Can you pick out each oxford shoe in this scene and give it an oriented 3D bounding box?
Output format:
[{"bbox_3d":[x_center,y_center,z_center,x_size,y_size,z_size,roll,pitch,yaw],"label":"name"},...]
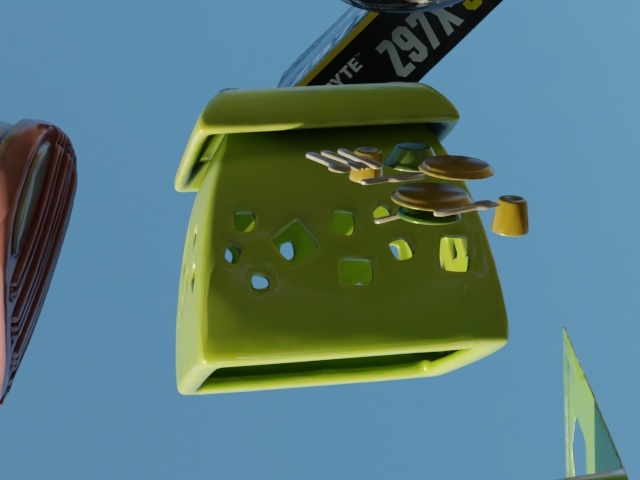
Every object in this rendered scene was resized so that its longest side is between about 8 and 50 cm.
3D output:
[{"bbox_3d":[-0.210,0.015,0.875,0.130,0.348,0.123,20,-113,-9],"label":"oxford shoe"}]

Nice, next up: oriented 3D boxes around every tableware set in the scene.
[{"bbox_3d":[0.068,-0.031,1.013,0.104,0.154,0.024,-9,-70,-32],"label":"tableware set"}]

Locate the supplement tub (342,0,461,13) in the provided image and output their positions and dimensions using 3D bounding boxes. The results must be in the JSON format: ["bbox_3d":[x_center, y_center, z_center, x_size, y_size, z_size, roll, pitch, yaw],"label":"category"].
[{"bbox_3d":[0.031,-0.333,1.145,0.338,0.207,0.207,59,-139,-51],"label":"supplement tub"}]

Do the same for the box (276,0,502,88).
[{"bbox_3d":[0.092,-0.214,1.478,0.079,0.322,0.257,44,-167,-10],"label":"box"}]

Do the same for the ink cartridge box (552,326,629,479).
[{"bbox_3d":[0.137,0.207,0.989,0.097,0.188,0.255,-10,-143,-3],"label":"ink cartridge box"}]

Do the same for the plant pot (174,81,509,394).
[{"bbox_3d":[0.000,0.000,1.260,0.227,0.228,0.207,-4,-101,-10],"label":"plant pot"}]
